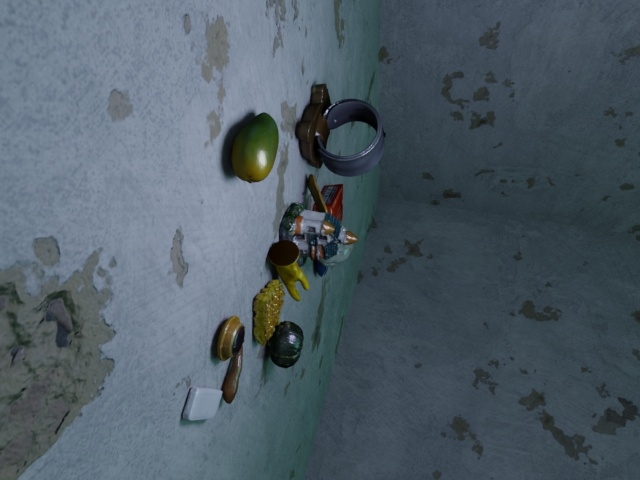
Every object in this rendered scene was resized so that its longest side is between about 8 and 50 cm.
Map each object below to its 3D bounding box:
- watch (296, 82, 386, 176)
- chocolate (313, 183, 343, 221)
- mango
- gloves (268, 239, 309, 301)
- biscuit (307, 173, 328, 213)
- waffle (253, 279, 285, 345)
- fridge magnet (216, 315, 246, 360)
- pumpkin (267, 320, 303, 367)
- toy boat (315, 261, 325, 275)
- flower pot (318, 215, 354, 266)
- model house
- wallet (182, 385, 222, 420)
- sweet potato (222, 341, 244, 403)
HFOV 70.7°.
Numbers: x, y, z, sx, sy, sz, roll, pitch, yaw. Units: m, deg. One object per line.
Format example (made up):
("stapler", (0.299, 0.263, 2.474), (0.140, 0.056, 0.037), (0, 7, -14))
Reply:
("watch", (0.103, -0.450, 1.854), (0.314, 0.327, 0.335), (61, 40, -70))
("chocolate", (0.042, -0.143, 2.309), (0.237, 0.108, 0.234), (-63, 159, -48))
("mango", (-0.183, -0.268, 1.290), (0.251, 0.114, 0.156), (-83, 163, -48))
("gloves", (-0.121, 0.131, 1.786), (0.294, 0.116, 0.133), (80, -9, -53))
("biscuit", (-0.006, -0.176, 1.966), (0.118, 0.029, 0.247), (118, -47, -70))
("waffle", (-0.193, 0.270, 1.737), (0.219, 0.057, 0.229), (-54, 152, -62))
("fridge magnet", (-0.277, 0.304, 1.399), (0.143, 0.063, 0.143), (12, 90, -80))
("pumpkin", (-0.143, 0.426, 1.863), (0.190, 0.146, 0.190), (-156, -90, -84))
("toy boat", (0.024, 0.055, 2.474), (0.210, 0.071, 0.291), (89, 13, -55))
("flower pot", (0.034, 0.005, 2.105), (0.195, 0.246, 0.246), (-44, 159, -8))
("model house", (0.000, 0.000, 1.858), (0.190, 0.301, 0.271), (-74, 167, -53))
("wallet", (-0.342, 0.479, 1.322), (0.190, 0.033, 0.095), (66, 38, -66))
("sweet potato", (-0.285, 0.431, 1.500), (0.050, 0.050, 0.214), (65, 34, -68))
